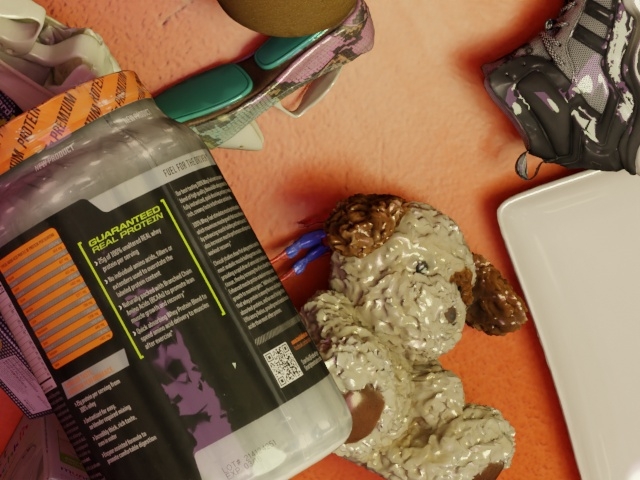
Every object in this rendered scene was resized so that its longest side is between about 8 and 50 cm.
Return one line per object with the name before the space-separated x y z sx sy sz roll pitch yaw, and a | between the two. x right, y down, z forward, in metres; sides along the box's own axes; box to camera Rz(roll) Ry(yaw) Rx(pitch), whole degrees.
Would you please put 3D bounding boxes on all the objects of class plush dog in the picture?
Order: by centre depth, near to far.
plush dog | 0.054 0.076 1.603 0.262 0.211 0.225 32 83 -44

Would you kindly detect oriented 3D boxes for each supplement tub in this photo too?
supplement tub | -0.128 0.048 1.386 0.194 0.193 0.316 -28 89 -4

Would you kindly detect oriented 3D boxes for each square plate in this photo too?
square plate | 0.359 0.059 1.707 0.347 0.049 0.344 -21 107 -6

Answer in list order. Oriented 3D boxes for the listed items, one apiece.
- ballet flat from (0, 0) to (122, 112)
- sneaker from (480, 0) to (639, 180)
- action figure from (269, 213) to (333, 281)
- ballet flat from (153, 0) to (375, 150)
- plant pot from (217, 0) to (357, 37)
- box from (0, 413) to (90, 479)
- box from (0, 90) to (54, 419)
ballet flat | -0.219 -0.146 1.455 0.248 0.086 0.086 30 96 -31
sneaker | 0.208 -0.180 1.591 0.153 0.101 0.268 -7 93 3
action figure | 0.000 0.000 1.632 0.115 0.030 0.038 -28 113 -8
ballet flat | -0.047 -0.125 1.576 0.221 0.077 0.079 -33 127 -2
plant pot | -0.025 -0.285 1.444 0.237 0.237 0.254 -6 142 -10
box | -0.138 0.252 1.560 0.262 0.231 0.126 27 98 -16
box | -0.238 -0.028 1.498 0.270 0.060 0.216 52 50 -17
